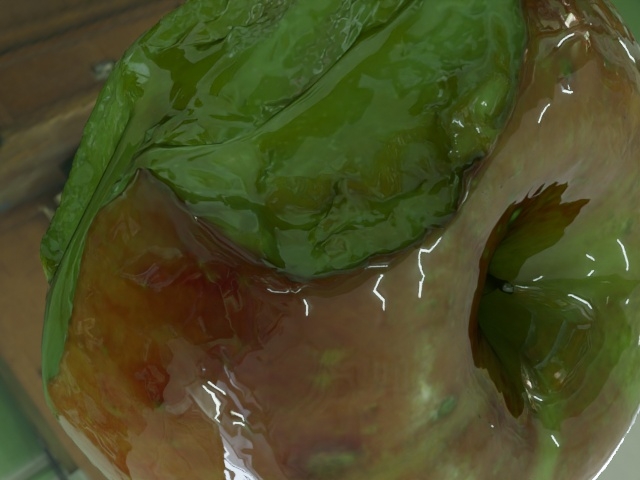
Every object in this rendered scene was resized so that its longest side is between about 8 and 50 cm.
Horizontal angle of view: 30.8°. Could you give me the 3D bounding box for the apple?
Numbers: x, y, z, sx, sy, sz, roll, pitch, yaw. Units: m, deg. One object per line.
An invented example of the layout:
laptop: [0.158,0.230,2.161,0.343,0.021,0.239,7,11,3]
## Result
apple: [0.000,0.000,0.430,0.226,0.246,0.246,14,-143,43]
